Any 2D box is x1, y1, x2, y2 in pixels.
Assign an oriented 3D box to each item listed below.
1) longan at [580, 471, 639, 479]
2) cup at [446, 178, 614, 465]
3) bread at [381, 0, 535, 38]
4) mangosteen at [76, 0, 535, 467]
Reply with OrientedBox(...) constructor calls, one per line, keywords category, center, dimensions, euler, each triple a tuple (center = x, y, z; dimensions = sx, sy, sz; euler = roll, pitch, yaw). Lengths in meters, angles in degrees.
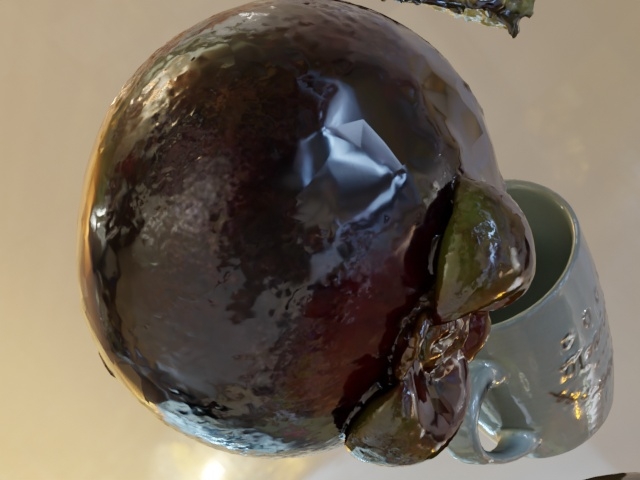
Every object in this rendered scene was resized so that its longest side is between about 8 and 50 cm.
OrientedBox(category="longan", center=(0.242, 0.299, 1.229), dimensions=(0.215, 0.246, 0.246), euler=(16, -39, -24))
OrientedBox(category="cup", center=(0.171, 0.115, 1.557), dimensions=(0.186, 0.258, 0.234), euler=(-2, -44, 28))
OrientedBox(category="bread", center=(0.054, -0.272, 1.226), dimensions=(0.162, 0.262, 0.204), euler=(39, -66, 54))
OrientedBox(category="mangosteen", center=(0.000, 0.000, 0.528), dimensions=(0.152, 0.152, 0.152), euler=(20, -51, 27))
